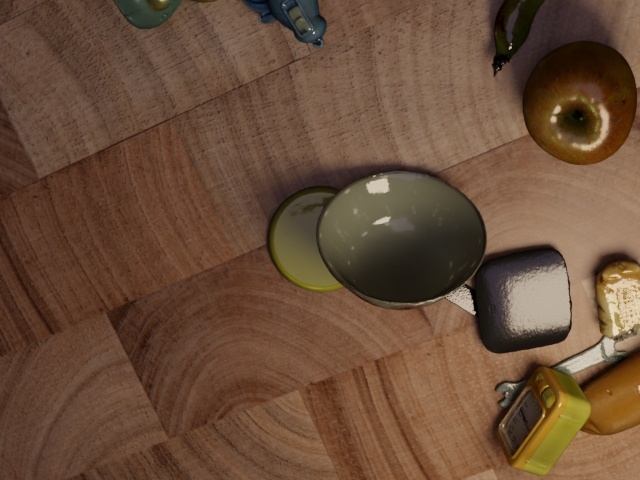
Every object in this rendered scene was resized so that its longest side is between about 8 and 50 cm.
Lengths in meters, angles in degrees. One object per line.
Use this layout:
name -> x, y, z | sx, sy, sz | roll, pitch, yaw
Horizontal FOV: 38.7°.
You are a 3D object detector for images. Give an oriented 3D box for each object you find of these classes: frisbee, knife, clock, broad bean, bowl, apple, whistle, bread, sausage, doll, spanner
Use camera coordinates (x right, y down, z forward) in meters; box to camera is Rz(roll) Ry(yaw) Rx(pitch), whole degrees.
frisbee -> 0.000, 0.000, 1.972 | 0.236, 0.017, 0.235 | 1, 102, 6
knife -> 0.278, 0.104, 1.959 | 0.230, 0.028, 0.060 | 29, 96, -2
clock -> 0.464, 0.379, 1.918 | 0.096, 0.143, 0.202 | 20, 113, -19
broad bean -> 0.409, -0.482, 1.795 | 0.077, 0.061, 0.339 | 25, 105, -6
bowl -> 0.163, 0.031, 1.859 | 0.337, 0.337, 0.157 | 4, 143, 6
apple -> 0.508, -0.271, 1.772 | 0.237, 0.207, 0.236 | 9, 118, 17
whistle -> -0.069, -0.504, 1.842 | 0.180, 0.093, 0.269 | -29, 91, 20
bread -> 0.631, 0.126, 1.887 | 0.119, 0.084, 0.177 | -9, 100, 7
sausage -> 0.675, 0.305, 1.910 | 0.354, 0.116, 0.134 | -39, 105, 17
doll -> -0.281, -0.534, 1.813 | 0.261, 0.177, 0.161 | -22, 130, 12
spanner -> 0.518, 0.282, 1.969 | 0.302, 0.017, 0.071 | -26, 98, 11

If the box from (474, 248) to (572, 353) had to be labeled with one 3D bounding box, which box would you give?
box -> 0.430, 0.128, 1.933 | 0.201, 0.042, 0.212 | -10, 100, 8
